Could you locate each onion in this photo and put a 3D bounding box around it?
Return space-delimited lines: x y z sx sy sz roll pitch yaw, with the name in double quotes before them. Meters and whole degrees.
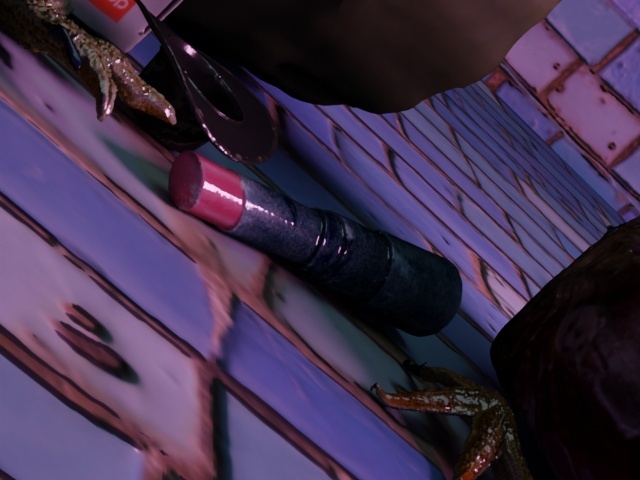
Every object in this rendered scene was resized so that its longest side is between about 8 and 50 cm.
"onion" 0.279 0.101 0.951 0.282 0.260 0.337 55 7 0

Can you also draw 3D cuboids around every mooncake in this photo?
"mooncake" 0.031 -0.275 1.120 0.194 0.356 0.356 34 17 -54

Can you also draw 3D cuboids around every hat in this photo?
"hat" -0.080 -0.084 0.866 0.121 0.050 0.121 48 13 -15

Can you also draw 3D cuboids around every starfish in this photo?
"starfish" -0.153 -0.139 0.802 0.208 0.053 0.176 58 2 -2
"starfish" 0.082 0.097 0.851 0.133 0.041 0.130 36 15 -38

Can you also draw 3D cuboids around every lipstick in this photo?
"lipstick" 0.000 0.000 0.865 0.234 0.053 0.053 28 23 -49

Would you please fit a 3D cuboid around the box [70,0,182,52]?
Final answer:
"box" -0.132 -0.244 0.996 0.079 0.135 0.269 37 16 -35
